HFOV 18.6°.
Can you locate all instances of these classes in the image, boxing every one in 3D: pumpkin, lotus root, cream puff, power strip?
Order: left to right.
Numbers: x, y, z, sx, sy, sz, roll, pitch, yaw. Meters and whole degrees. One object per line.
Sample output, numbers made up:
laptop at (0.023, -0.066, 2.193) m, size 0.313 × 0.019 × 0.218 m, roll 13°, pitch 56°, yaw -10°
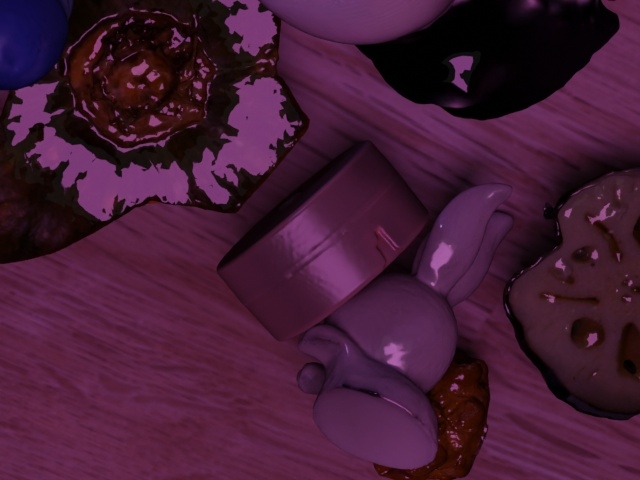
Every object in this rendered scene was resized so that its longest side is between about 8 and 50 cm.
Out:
pumpkin at (-0.139, -0.121, 1.412) m, size 0.258 × 0.095 × 0.290 m, roll -3°, pitch 109°, yaw 1°
power strip at (0.000, 0.000, 1.439) m, size 0.154 × 0.154 × 0.078 m, roll -39°, pitch 97°, yaw 11°
cream puff at (0.081, 0.139, 1.529) m, size 0.094 × 0.122 × 0.116 m, roll 11°, pitch 142°, yaw -5°
lotus root at (0.225, 0.031, 1.514) m, size 0.183 × 0.078 × 0.203 m, roll -30°, pitch 116°, yaw -5°

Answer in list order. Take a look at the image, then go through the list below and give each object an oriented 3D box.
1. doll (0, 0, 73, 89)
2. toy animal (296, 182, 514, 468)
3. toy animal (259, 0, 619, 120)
doll at (-0.256, -0.211, 1.195) m, size 0.187 × 0.365 × 0.376 m, roll -12°, pitch 96°, yaw 26°
toy animal at (0.062, 0.048, 1.464) m, size 0.131 × 0.221 × 0.104 m, roll 9°, pitch 149°, yaw 25°
toy animal at (0.070, -0.211, 1.311) m, size 0.212 × 0.212 × 0.267 m, roll -47°, pitch 133°, yaw 14°
